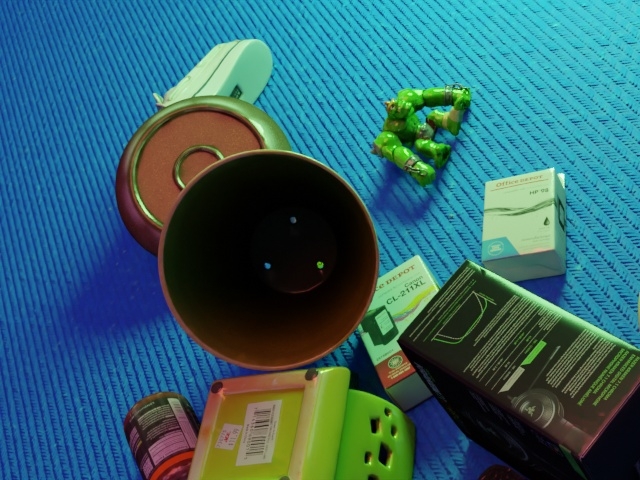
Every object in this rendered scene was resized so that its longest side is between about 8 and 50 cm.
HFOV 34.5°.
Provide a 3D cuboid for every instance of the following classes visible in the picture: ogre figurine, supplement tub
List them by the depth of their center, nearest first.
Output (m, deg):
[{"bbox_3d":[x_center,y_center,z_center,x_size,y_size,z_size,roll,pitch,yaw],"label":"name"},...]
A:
[{"bbox_3d":[-0.198,0.308,1.429,0.106,0.106,0.198,-37,44,0],"label":"supplement tub"},{"bbox_3d":[0.155,-0.175,1.625,0.118,0.097,0.197,15,77,20],"label":"ogre figurine"}]

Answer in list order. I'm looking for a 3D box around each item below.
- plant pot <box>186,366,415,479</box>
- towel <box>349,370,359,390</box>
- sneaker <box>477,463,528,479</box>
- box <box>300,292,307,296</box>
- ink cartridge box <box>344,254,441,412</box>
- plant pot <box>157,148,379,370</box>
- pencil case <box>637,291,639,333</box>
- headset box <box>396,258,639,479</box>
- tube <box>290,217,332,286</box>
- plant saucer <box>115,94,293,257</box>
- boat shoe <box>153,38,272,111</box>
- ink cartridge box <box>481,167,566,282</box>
[{"bbox_3d":[-0.032,0.283,1.269,0.227,0.207,0.228,-10,49,27],"label":"plant pot"},{"bbox_3d":[-0.005,0.218,1.435,0.119,0.029,0.067,-11,49,24],"label":"towel"},{"bbox_3d":[0.251,0.322,1.165,0.069,0.082,0.209,-56,27,-5],"label":"sneaker"},{"bbox_3d":[-0.040,0.126,1.543,0.083,0.018,0.067,-37,43,1],"label":"box"},{"bbox_3d":[0.123,0.124,1.400,0.127,0.072,0.175,-32,44,6],"label":"ink cartridge box"},{"bbox_3d":[-0.055,0.019,1.412,0.275,0.274,0.293,-33,0,4],"label":"plant pot"},{"bbox_3d":[0.547,0.090,1.091,0.410,0.160,0.183,-9,40,27],"label":"pencil case"},{"bbox_3d":[0.261,0.185,1.134,0.131,0.246,0.283,-48,45,-12],"label":"headset box"},{"bbox_3d":[0.000,0.000,1.609,0.080,0.052,0.207,-42,49,11],"label":"tube"},{"bbox_3d":[-0.197,-0.109,1.717,0.311,0.050,0.310,-2,73,6],"label":"plant saucer"},{"bbox_3d":[-0.244,-0.239,1.902,0.156,0.136,0.367,10,58,38],"label":"boat shoe"},{"bbox_3d":[0.284,-0.034,1.438,0.104,0.060,0.180,-12,49,26],"label":"ink cartridge box"}]
